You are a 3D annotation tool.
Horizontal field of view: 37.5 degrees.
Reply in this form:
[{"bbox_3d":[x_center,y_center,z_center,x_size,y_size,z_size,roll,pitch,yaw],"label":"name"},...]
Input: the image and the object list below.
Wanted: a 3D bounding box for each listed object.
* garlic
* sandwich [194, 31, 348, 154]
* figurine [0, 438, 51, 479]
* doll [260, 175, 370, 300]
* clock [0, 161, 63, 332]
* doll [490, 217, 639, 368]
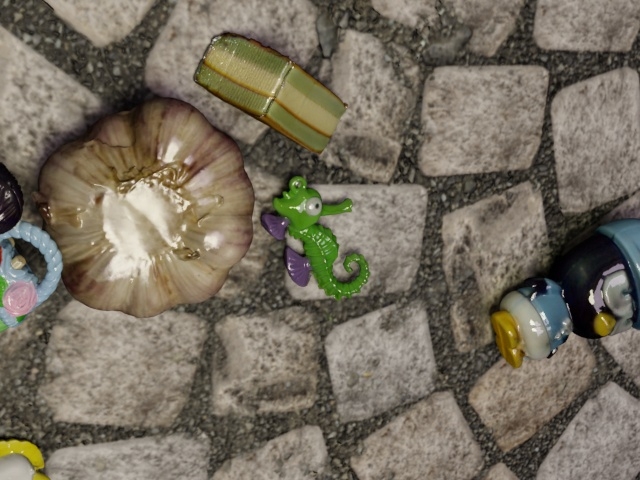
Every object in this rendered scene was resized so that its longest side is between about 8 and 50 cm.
[{"bbox_3d":[-0.187,-0.037,1.040,0.245,0.160,0.244,-1,103,-3],"label":"garlic"},{"bbox_3d":[-0.055,-0.176,1.120,0.079,0.113,0.163,-60,154,5],"label":"sandwich"},{"bbox_3d":[-0.403,0.296,1.100,0.178,0.109,0.129,7,83,-29],"label":"figurine"},{"bbox_3d":[0.000,0.000,1.190,0.115,0.050,0.190,-28,119,-5],"label":"doll"},{"bbox_3d":[-0.369,0.011,0.966,0.195,0.100,0.194,-39,111,18],"label":"clock"},{"bbox_3d":[0.393,0.074,1.339,0.314,0.141,0.177,-28,130,-7],"label":"doll"}]
